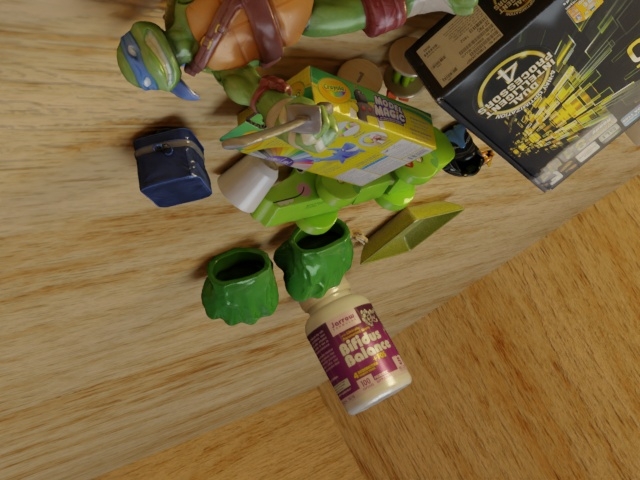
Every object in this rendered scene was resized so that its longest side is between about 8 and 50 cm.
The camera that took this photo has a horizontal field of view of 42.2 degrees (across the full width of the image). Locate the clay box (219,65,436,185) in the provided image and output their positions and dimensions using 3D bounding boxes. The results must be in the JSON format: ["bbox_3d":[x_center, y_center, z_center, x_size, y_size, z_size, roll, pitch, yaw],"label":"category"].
[{"bbox_3d":[0.009,-0.125,0.929,0.222,0.053,0.127,14,153,-41],"label":"clay box"}]

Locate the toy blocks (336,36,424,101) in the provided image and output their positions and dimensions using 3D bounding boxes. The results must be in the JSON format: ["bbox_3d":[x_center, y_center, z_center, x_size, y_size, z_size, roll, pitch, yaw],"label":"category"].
[{"bbox_3d":[0.068,-0.174,1.013,0.123,0.054,0.148,-25,165,-14],"label":"toy blocks"}]

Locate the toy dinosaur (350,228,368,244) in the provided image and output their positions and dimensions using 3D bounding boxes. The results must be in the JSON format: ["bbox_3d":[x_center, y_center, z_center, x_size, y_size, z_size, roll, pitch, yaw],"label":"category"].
[{"bbox_3d":[0.000,0.000,1.527,0.183,0.053,0.093,2,131,-41],"label":"toy dinosaur"}]

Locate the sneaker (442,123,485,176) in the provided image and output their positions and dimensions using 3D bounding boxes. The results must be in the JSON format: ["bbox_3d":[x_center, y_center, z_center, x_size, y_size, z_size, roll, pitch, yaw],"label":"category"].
[{"bbox_3d":[0.239,-0.137,1.419,0.067,0.078,0.188,-30,166,4],"label":"sneaker"}]

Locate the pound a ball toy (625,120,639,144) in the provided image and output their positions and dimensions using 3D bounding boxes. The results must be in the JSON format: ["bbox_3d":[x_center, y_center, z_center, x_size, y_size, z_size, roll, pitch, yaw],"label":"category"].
[{"bbox_3d":[0.665,-0.311,1.518,0.208,0.136,0.319,-27,165,-9],"label":"pound a ball toy"}]

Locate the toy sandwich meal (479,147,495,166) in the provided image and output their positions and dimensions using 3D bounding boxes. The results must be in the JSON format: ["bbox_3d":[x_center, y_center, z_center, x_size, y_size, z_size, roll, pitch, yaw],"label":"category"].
[{"bbox_3d":[0.304,-0.149,1.601,0.085,0.029,0.085,-27,166,-8],"label":"toy sandwich meal"}]

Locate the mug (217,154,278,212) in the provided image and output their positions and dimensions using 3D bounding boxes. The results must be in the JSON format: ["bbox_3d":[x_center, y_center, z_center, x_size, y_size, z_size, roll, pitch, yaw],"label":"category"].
[{"bbox_3d":[-0.088,-0.083,1.050,0.062,0.078,0.064,30,116,-35],"label":"mug"}]

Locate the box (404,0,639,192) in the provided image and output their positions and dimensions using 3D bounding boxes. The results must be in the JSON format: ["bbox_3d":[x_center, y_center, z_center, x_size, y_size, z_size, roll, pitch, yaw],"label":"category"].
[{"bbox_3d":[0.331,-0.253,0.940,0.395,0.097,0.318,-40,147,18],"label":"box"}]

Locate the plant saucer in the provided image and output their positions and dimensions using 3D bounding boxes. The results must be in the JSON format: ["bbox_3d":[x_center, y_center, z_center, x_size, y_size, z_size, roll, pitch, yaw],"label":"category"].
[{"bbox_3d":[0.187,-0.026,1.771,0.188,0.045,0.188,-14,159,-48],"label":"plant saucer"}]

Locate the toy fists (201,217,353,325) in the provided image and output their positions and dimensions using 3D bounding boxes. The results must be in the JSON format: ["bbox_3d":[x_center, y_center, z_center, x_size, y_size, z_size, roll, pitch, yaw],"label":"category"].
[{"bbox_3d":[-0.072,0.056,1.415,0.279,0.096,0.142,-21,140,-19],"label":"toy fists"}]

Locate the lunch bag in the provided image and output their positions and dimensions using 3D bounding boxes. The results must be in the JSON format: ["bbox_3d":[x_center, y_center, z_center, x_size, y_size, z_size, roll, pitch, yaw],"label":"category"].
[{"bbox_3d":[-0.158,-0.081,0.881,0.067,0.065,0.098,-13,167,1],"label":"lunch bag"}]

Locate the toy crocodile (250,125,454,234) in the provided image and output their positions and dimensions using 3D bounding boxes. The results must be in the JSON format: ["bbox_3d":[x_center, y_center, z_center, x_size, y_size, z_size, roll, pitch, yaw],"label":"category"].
[{"bbox_3d":[0.055,-0.093,1.204,0.340,0.105,0.115,-17,163,-24],"label":"toy crocodile"}]

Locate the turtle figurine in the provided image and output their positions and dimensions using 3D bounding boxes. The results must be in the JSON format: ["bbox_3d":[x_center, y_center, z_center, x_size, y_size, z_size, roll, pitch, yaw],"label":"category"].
[{"bbox_3d":[-0.009,-0.176,0.578,0.266,0.198,0.275,-30,170,-14],"label":"turtle figurine"}]

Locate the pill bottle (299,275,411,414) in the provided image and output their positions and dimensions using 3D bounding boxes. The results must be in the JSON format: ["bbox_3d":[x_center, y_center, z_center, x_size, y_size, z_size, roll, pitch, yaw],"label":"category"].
[{"bbox_3d":[0.068,0.230,1.900,0.169,0.302,0.169,-28,166,-7],"label":"pill bottle"}]
